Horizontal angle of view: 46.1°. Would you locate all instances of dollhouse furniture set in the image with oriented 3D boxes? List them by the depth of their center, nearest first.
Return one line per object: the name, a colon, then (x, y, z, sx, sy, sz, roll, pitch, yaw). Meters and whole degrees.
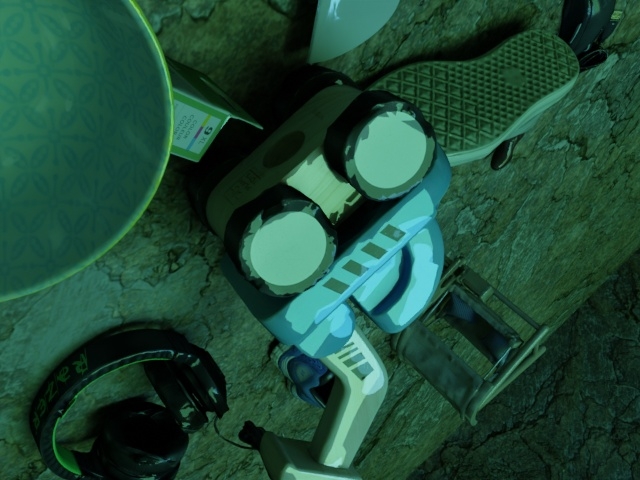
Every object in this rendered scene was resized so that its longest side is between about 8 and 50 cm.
dollhouse furniture set: (0.201, 0.053, 1.361, 0.101, 0.182, 0.161, -48, 152, 1)

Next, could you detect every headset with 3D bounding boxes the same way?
headset: (-0.208, 0.268, 1.072, 0.243, 0.185, 0.394, -52, 140, 9)

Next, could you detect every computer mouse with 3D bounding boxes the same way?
computer mouse: (0.497, -0.384, 1.341, 0.184, 0.060, 0.262, -33, 149, -23)

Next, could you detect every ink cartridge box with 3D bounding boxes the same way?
ink cartridge box: (-0.160, -0.136, 0.704, 0.062, 0.109, 0.209, -54, 152, 13)

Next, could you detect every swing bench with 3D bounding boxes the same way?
swing bench: (0.324, 0.225, 1.674, 0.255, 0.253, 0.165, -43, 151, -9)

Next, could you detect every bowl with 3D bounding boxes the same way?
bowl: (-0.259, -0.110, 0.518, 0.290, 0.156, 0.289, -12, 128, -15)

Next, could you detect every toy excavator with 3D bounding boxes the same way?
toy excavator: (0.020, 0.083, 0.915, 0.433, 0.222, 0.445, -43, 121, -3)

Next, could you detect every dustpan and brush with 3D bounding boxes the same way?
dustpan and brush: (0.066, -0.297, 0.879, 0.211, 0.060, 0.147, -20, 143, -30)

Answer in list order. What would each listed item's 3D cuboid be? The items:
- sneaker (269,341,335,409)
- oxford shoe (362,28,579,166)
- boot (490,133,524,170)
sneaker: (0.013, 0.274, 1.424, 0.130, 0.147, 0.330, -44, 152, -6)
oxford shoe: (0.209, -0.190, 1.109, 0.449, 0.169, 0.130, -27, 168, -33)
boot: (0.341, -0.194, 1.393, 0.106, 0.037, 0.114, -59, 156, -5)
